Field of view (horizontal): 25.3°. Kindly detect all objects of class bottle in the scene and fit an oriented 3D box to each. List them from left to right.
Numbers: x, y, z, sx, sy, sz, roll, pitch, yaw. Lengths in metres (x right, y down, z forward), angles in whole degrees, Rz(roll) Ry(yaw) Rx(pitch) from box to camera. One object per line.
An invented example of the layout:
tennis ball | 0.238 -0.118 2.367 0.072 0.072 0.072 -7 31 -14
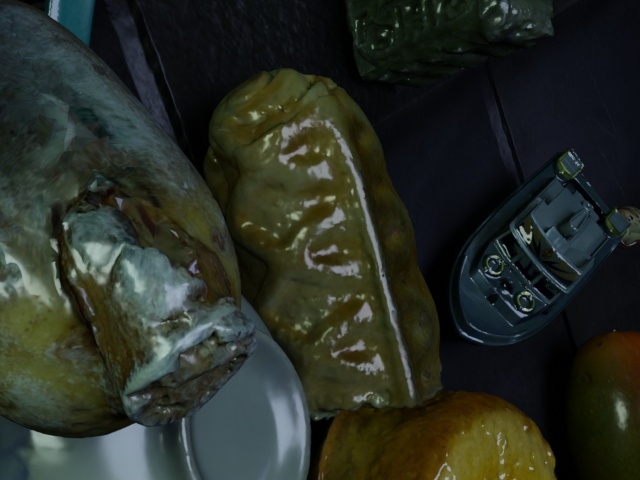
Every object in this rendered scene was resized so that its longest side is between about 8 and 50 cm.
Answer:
bottle | 0.330 -0.015 1.610 0.101 0.063 0.047 -2 111 -52

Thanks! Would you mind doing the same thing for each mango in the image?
mango | 0.326 0.235 1.478 0.146 0.129 0.289 -26 111 -56

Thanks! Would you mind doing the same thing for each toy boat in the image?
toy boat | 0.200 0.015 1.358 0.114 0.122 0.296 49 42 1

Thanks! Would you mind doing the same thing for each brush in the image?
brush | -0.177 -0.131 0.952 0.043 0.032 0.193 14 82 -57

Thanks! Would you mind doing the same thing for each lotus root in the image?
lotus root | -0.165 -0.028 0.774 0.175 0.175 0.349 14 31 -52

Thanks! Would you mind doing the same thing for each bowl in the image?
bowl | -0.100 0.126 0.889 0.289 0.146 0.289 19 66 -50

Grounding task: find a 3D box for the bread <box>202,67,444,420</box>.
bread | 0.000 0.000 1.076 0.152 0.130 0.267 -22 99 -50

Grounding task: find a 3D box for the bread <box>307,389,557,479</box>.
bread | 0.093 0.240 1.132 0.268 0.146 0.268 14 72 -48

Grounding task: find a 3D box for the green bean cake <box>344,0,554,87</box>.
green bean cake | 0.100 -0.233 1.235 0.094 0.181 0.173 0 81 -46
